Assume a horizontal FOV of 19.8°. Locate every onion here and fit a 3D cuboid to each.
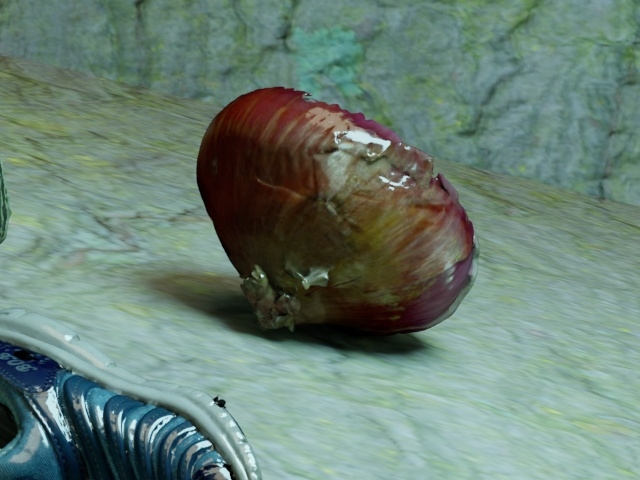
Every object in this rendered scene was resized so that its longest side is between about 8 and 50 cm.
[{"bbox_3d":[0.000,0.000,1.342,0.230,0.163,0.230,24,-19,9],"label":"onion"}]

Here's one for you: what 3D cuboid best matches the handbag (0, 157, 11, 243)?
[{"bbox_3d":[-0.334,-0.056,0.916,0.340,0.247,0.240,-6,13,-12],"label":"handbag"}]

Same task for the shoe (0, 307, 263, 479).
[{"bbox_3d":[-0.108,0.106,0.813,0.207,0.092,0.106,22,36,30],"label":"shoe"}]
